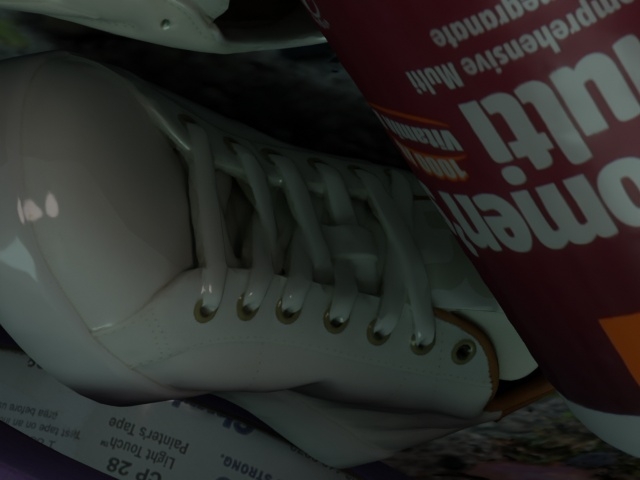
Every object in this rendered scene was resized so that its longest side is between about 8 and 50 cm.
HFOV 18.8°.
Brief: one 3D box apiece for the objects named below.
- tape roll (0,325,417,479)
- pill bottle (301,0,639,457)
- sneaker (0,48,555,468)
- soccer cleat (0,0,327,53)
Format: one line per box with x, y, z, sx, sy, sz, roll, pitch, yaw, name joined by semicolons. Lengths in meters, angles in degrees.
-0.062;0.110;0.674;0.274;0.090;0.275;22;-176;-2;tape roll
0.084;-0.028;0.431;0.121;0.121;0.221;-20;115;34;pill bottle
0.000;0.000;0.616;0.123;0.106;0.290;-15;160;23;sneaker
-0.058;-0.079;0.432;0.076;0.068;0.196;32;-161;36;soccer cleat
